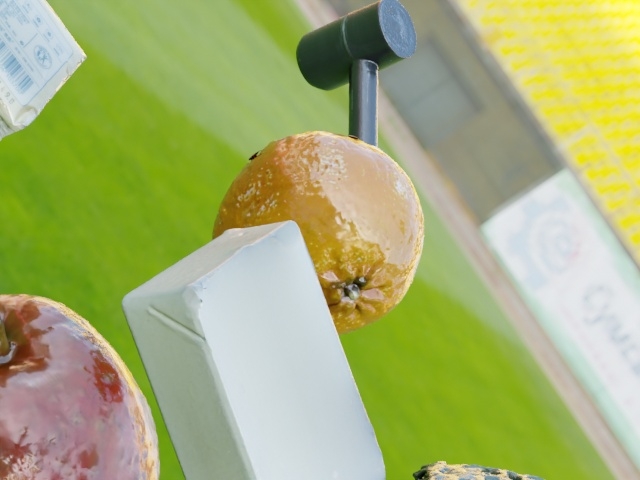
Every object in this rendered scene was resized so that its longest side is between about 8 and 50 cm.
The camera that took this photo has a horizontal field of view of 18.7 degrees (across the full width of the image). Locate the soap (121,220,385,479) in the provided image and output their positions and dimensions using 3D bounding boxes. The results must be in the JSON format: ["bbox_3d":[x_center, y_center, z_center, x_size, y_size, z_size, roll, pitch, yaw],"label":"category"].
[{"bbox_3d":[-0.035,0.092,1.157,0.121,0.064,0.183,-33,108,-51],"label":"soap"}]

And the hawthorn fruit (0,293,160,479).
[{"bbox_3d":[-0.272,0.178,1.694,0.275,0.275,0.299,-117,-159,-50],"label":"hawthorn fruit"}]

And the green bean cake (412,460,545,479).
[{"bbox_3d":[0.134,0.206,1.233,0.181,0.094,0.173,13,3,8],"label":"green bean cake"}]

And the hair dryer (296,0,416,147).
[{"bbox_3d":[0.039,-0.150,2.108,0.071,0.124,0.219,28,51,-42],"label":"hair dryer"}]

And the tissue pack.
[{"bbox_3d":[-0.314,-0.193,1.703,0.196,0.092,0.148,55,34,-18],"label":"tissue pack"}]

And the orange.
[{"bbox_3d":[0.000,0.000,1.744,0.193,0.193,0.161,51,18,-33],"label":"orange"}]
